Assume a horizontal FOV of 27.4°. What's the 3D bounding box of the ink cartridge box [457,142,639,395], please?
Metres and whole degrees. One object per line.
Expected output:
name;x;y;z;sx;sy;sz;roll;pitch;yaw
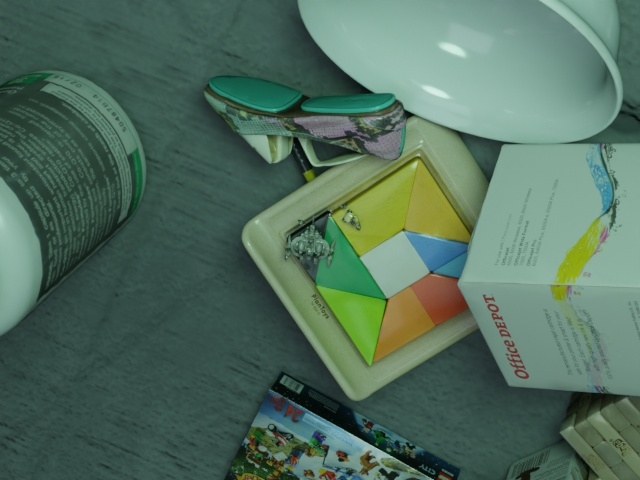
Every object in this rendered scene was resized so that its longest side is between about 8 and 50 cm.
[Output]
ink cartridge box;0.270;0.026;1.178;0.233;0.168;0.171;2;142;28

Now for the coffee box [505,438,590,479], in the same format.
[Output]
coffee box;0.245;0.329;1.331;0.098;0.246;0.141;-31;102;28

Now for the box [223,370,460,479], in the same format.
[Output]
box;0.021;0.271;1.497;0.233;0.044;0.159;28;120;5

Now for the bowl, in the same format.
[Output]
bowl;0.138;-0.214;1.146;0.298;0.134;0.298;20;162;7

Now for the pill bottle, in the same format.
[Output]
pill bottle;-0.333;-0.024;1.297;0.204;0.361;0.204;7;116;15

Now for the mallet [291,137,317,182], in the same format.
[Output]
mallet;-0.007;-0.067;1.359;0.039;0.062;0.189;-24;90;20

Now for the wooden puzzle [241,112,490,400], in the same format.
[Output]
wooden puzzle;0.075;0.017;1.308;0.239;0.044;0.221;-33;101;4

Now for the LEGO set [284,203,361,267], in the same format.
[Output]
LEGO set;-0.001;-0.003;1.274;0.054;0.023;0.083;38;101;-7

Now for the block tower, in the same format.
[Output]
block tower;0.385;0.129;1.281;0.335;0.091;0.097;-39;97;29

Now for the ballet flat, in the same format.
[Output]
ballet flat;-0.018;-0.111;1.280;0.222;0.077;0.079;10;119;27
